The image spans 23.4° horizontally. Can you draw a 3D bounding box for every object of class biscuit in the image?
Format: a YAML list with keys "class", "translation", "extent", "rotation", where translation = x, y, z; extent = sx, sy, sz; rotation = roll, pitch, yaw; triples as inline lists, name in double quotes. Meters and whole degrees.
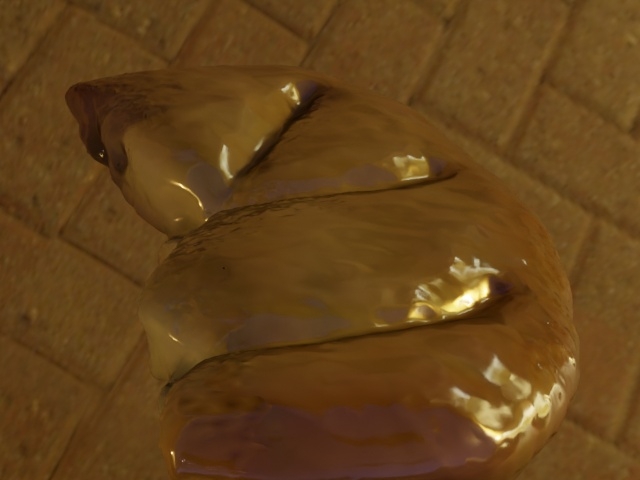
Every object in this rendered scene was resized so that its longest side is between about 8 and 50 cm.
- class: "biscuit"
  translation: [0.004, 0.001, 0.498]
  extent: [0.154, 0.045, 0.299]
  rotation: [4, 23, -17]
